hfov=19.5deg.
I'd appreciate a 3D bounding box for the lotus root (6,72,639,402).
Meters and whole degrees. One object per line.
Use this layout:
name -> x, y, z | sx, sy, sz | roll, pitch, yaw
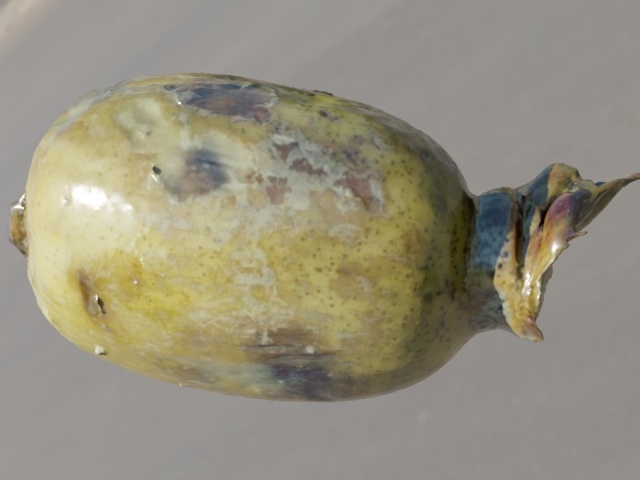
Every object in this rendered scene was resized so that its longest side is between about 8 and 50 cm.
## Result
lotus root -> 0.000, 0.002, 0.817 | 0.154, 0.278, 0.154 | 6, -90, -86
